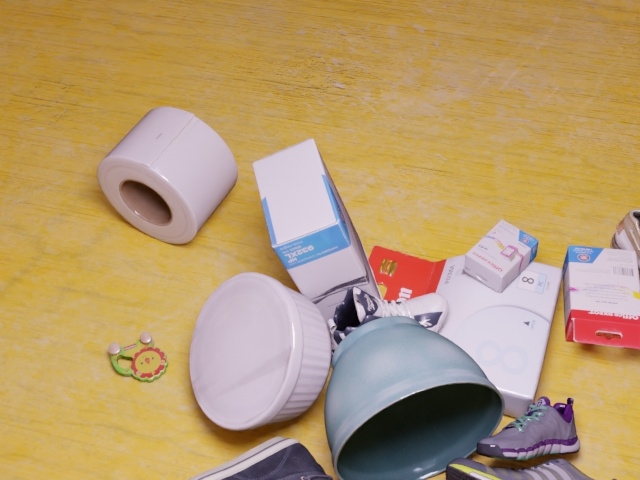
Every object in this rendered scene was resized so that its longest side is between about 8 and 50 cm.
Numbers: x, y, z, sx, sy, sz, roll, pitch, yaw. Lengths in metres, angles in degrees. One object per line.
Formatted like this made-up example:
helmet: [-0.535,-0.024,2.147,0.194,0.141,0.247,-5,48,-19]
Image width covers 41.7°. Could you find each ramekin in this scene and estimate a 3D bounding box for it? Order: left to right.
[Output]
ramekin: [-0.099,0.200,1.482,0.273,0.127,0.272,-15,67,40]

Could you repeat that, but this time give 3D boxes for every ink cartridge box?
ink cartridge box: [0.000,0.000,1.583,0.129,0.307,0.223,-22,49,6]
ink cartridge box: [0.243,0.142,1.611,0.385,0.091,0.308,15,52,13]
ink cartridge box: [0.347,0.029,1.617,0.089,0.052,0.122,33,60,29]
ink cartridge box: [0.542,0.124,1.620,0.134,0.078,0.231,6,51,8]

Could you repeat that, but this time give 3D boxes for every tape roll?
tape roll: [-0.319,-0.134,1.764,0.246,0.246,0.169,21,55,19]

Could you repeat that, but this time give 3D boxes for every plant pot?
plant pot: [0.129,0.252,1.401,0.293,0.293,0.196,-16,48,-11]

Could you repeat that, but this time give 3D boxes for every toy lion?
toy lion: [-0.344,0.229,1.604,0.100,0.034,0.096,-18,60,-12]

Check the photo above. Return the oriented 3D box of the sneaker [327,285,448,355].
sneaker: [0.116,0.132,1.524,0.235,0.153,0.094,-21,46,2]

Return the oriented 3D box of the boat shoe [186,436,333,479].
boat shoe: [-0.134,0.437,1.216,0.156,0.186,0.500,28,23,26]

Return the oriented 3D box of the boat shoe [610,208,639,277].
boat shoe: [0.700,0.058,1.652,0.113,0.103,0.302,-31,56,-21]

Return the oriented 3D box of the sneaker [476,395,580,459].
sneaker: [0.345,0.312,1.412,0.224,0.083,0.098,5,82,-36]

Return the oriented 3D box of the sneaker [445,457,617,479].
sneaker: [0.355,0.416,1.386,0.300,0.111,0.121,16,38,11]
